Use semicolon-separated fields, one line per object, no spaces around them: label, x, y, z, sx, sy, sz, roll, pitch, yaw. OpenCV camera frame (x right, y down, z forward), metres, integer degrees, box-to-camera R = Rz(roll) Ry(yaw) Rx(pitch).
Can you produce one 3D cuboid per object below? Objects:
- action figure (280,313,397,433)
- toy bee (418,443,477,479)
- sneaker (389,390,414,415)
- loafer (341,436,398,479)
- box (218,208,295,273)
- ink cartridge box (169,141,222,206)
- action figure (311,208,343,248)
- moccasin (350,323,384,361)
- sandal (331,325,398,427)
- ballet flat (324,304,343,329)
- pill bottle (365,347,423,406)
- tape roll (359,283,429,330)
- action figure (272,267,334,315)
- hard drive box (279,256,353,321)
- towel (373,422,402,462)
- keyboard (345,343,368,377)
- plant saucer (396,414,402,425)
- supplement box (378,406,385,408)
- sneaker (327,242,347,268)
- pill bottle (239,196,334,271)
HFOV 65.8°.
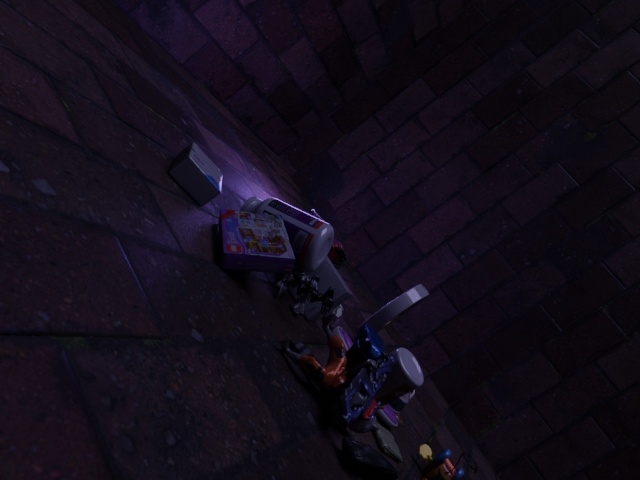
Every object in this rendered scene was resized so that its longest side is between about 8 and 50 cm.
action figure;0.066;0.380;1.391;0.341;0.178;0.330;-15;71;-55
toy bee;0.412;0.805;1.737;0.195;0.162;0.298;49;-21;38
sneaker;0.309;0.589;2.007;0.126;0.127;0.321;40;7;-3
loafer;0.129;0.564;1.268;0.223;0.076;0.078;43;20;-36
box;-0.200;-0.003;1.489;0.201;0.057;0.293;6;26;-16
ink cartridge box;-0.395;-0.215;1.589;0.148;0.086;0.203;50;7;-24
action figure;0.000;0.000;2.356;0.370;0.275;0.248;24;24;-41
moccasin;0.185;0.434;2.069;0.138;0.117;0.342;46;6;6
sandal;0.175;0.483;1.812;0.416;0.102;0.169;56;9;19
ballet flat;0.054;0.295;2.017;0.077;0.079;0.221;51;8;-10
pill bottle;0.198;0.447;1.565;0.131;0.229;0.131;41;26;-25
tape roll;0.373;0.355;2.495;0.072;0.392;0.392;55;8;15
action figure;-0.079;0.161;1.638;0.164;0.141;0.276;39;-12;-31
hard drive box;-0.023;0.153;1.818;0.232;0.181;0.089;57;6;22
towel;0.215;0.648;1.596;0.148;0.027;0.110;47;9;-38
keyboard;0.136;0.456;1.707;0.023;0.108;0.180;28;15;-48
plant saucer;0.302;0.693;1.960;0.083;0.015;0.083;52;8;-10
supplement box;0.188;0.532;1.694;0.043;0.055;0.083;121;-26;-62
sneaker;0.013;0.037;2.147;0.135;0.097;0.276;26;-8;38
pill bottle;-0.125;-0.033;1.741;0.323;0.181;0.181;27;0;16
